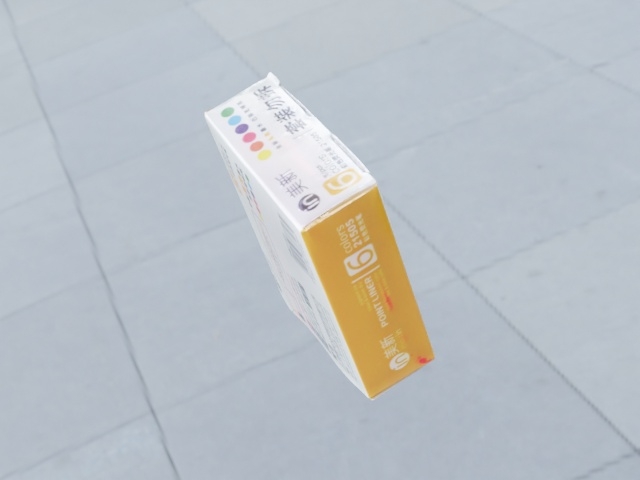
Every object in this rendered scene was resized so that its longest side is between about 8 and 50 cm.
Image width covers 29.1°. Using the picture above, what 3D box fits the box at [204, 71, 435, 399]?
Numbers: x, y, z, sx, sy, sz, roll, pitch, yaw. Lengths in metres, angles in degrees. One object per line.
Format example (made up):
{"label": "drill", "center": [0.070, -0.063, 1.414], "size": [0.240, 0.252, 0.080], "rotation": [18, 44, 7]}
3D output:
{"label": "box", "center": [0.000, 0.000, 1.229], "size": [0.091, 0.274, 0.221], "rotation": [-31, 47, -10]}
